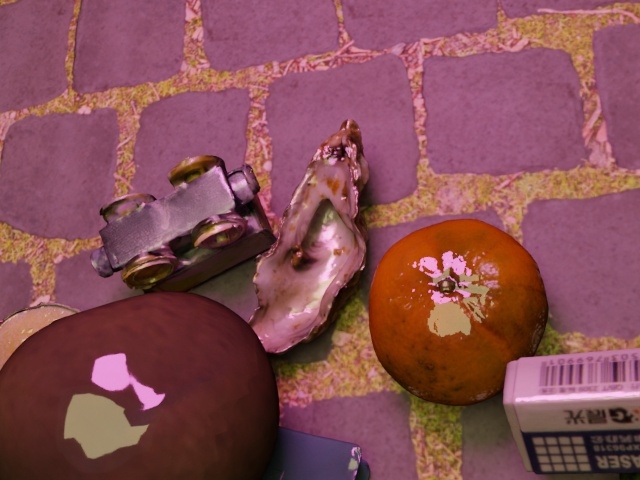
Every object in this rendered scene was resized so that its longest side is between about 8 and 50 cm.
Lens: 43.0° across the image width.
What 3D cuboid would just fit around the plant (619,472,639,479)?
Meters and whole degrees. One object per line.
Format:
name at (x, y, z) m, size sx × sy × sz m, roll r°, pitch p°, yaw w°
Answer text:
plant at (0.261, 0.351, 0.873) m, size 0.334 × 0.180 × 0.251 m, roll -59°, pitch 31°, yaw -2°

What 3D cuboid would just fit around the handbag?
handbag at (-0.037, 0.354, 1.032) m, size 0.144 × 0.057 × 0.221 m, roll 10°, pitch 58°, yaw 24°

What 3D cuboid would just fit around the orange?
orange at (0.170, 0.087, 1.030) m, size 0.240 × 0.171 × 0.240 m, roll -5°, pitch 71°, yaw 14°

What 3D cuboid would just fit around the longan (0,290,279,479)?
longan at (-0.219, 0.216, 0.995) m, size 0.360 × 0.361 × 0.361 m, roll -5°, pitch 70°, yaw 14°

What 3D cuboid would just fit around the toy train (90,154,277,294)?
toy train at (-0.192, -0.013, 1.168) m, size 0.260 × 0.177 × 0.134 m, roll -26°, pitch 66°, yaw 7°

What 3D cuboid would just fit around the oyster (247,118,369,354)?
oyster at (-0.001, 0.001, 1.147) m, size 0.166 × 0.110 × 0.342 m, roll 4°, pitch 75°, yaw 23°

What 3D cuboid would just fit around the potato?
potato at (-0.396, 0.183, 1.213) m, size 0.200 × 0.081 × 0.164 m, roll 15°, pitch 68°, yaw 17°

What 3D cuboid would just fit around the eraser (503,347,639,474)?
eraser at (0.355, 0.188, 0.898) m, size 0.278 × 0.124 × 0.081 m, roll -9°, pitch 30°, yaw 24°
